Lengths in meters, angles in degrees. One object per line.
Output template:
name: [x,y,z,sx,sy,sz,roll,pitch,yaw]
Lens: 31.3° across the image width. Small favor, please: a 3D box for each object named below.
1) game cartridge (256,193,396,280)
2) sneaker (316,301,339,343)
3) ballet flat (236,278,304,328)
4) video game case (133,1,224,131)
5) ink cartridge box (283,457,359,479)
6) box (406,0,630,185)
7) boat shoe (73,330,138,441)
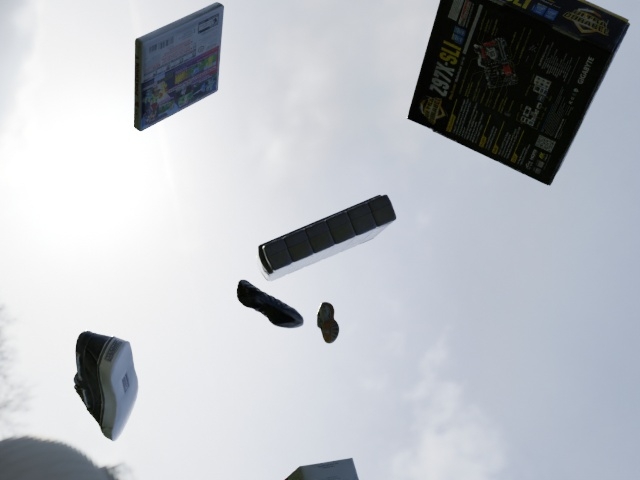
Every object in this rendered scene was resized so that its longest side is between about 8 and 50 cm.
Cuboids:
game cartridge: [0.000,0.000,1.989,0.355,0.230,0.068,127,-56,-84]
sneaker: [0.011,0.147,1.963,0.037,0.032,0.083,122,-27,-43]
ballet flat: [-0.089,0.121,2.138,0.057,0.173,0.049,-30,-133,26]
video game case: [-0.249,-0.306,2.005,0.023,0.201,0.183,32,-45,25]
ink cartridge box: [0.011,0.546,2.293,0.128,0.127,0.176,-50,-130,51]
box: [0.283,-0.248,1.702,0.257,0.079,0.322,28,-32,11]
boat shoe: [-0.414,0.273,2.154,0.102,0.108,0.301,20,-36,10]
